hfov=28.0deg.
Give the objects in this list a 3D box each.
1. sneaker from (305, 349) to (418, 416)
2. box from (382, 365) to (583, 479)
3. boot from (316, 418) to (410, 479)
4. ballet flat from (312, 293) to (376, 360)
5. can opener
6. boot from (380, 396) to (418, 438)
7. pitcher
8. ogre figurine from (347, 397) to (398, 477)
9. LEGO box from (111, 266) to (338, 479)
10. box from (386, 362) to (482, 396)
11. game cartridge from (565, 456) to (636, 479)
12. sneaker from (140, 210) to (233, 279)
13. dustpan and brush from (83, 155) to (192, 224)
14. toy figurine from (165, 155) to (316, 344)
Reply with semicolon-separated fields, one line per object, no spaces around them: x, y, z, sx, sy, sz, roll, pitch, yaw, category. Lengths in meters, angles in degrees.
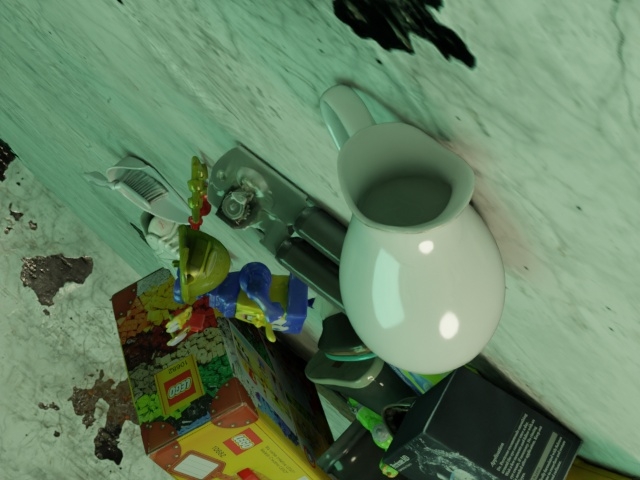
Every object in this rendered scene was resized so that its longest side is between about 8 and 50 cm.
0.061;0.213;1.878;0.118;0.083;0.222;44;168;-19;sneaker
0.172;0.230;1.396;0.158;0.093;0.156;32;154;0;box
0.213;0.501;2.287;0.445;0.146;0.367;44;-177;14;boot
0.033;0.088;1.453;0.280;0.095;0.096;134;119;-82;ballet flat
0.000;0.000;1.344;0.283;0.076;0.095;38;-159;16;can opener
0.129;0.243;1.651;0.189;0.076;0.208;17;180;35;boot
0.060;-0.007;0.967;0.178;0.125;0.207;59;171;39;pitcher
0.129;0.327;2.093;0.197;0.097;0.118;61;-179;-19;ogre figurine
-0.150;0.315;2.352;0.500;0.193;0.372;53;-169;-47;LEGO box
0.147;0.171;1.527;0.109;0.042;0.178;48;166;-32;box
0.382;0.348;1.414;0.285;0.053;0.323;43;172;-12;game cartridge
-0.234;0.011;2.095;0.232;0.090;0.115;27;159;49;sneaker
-0.300;-0.086;1.997;0.211;0.060;0.147;30;165;44;dustpan and brush
-0.078;0.039;1.676;0.217;0.191;0.362;11;161;-3;toy figurine
